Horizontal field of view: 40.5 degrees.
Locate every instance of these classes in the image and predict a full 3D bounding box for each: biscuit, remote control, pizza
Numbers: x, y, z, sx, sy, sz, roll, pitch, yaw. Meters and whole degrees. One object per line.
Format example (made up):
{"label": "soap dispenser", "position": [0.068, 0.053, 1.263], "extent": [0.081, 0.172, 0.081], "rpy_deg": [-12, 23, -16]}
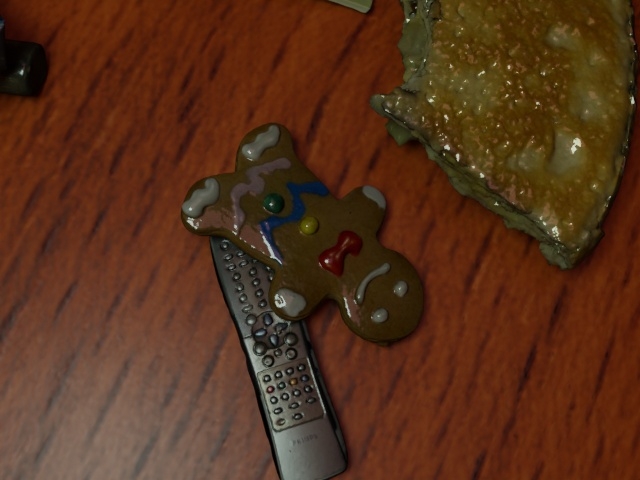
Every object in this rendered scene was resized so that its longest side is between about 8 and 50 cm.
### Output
{"label": "biscuit", "position": [0.000, 0.000, 0.683], "extent": [0.205, 0.031, 0.138], "rpy_deg": [43, 63, 1]}
{"label": "remote control", "position": [-0.034, 0.084, 0.675], "extent": [0.059, 0.028, 0.212], "rpy_deg": [-17, 75, -3]}
{"label": "pizza", "position": [0.148, -0.138, 0.715], "extent": [0.223, 0.089, 0.324], "rpy_deg": [9, 72, -6]}

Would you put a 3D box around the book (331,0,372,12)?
{"label": "book", "position": [-0.002, -0.252, 0.768], "extent": [0.110, 0.014, 0.077], "rpy_deg": [16, 73, -11]}

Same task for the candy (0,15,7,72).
{"label": "candy", "position": [-0.365, -0.234, 0.703], "extent": [0.088, 0.061, 0.312], "rpy_deg": [-31, 67, -26]}

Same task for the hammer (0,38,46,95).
{"label": "hammer", "position": [-0.451, -0.176, 0.724], "extent": [0.439, 0.044, 0.169], "rpy_deg": [7, 73, 0]}
